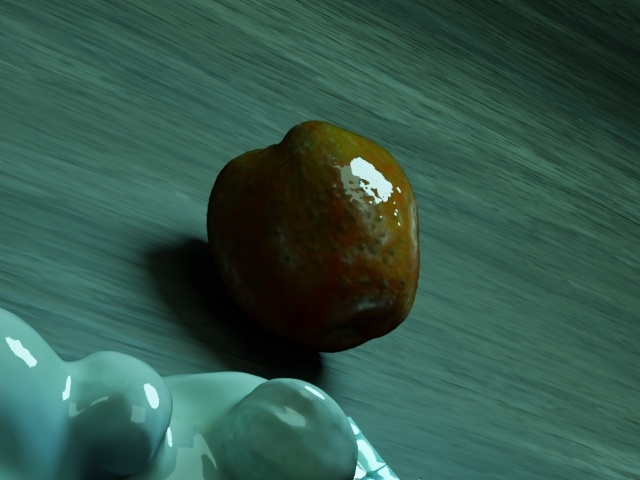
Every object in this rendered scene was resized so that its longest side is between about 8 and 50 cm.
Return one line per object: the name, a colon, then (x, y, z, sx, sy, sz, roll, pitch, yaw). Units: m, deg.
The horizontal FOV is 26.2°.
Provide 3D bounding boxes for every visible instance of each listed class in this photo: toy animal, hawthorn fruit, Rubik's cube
toy animal: (-0.178, 0.130, 0.592, 0.367, 0.241, 0.196, 16, 71, -38)
hawthorn fruit: (0.000, 0.000, 1.112, 0.189, 0.189, 0.189, 31, 25, -17)
Rubik's cube: (0.000, 0.167, 0.940, 0.075, 0.073, 0.084, -4, 51, -34)

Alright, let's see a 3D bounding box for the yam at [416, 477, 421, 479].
yam: (0.133, 0.267, 0.882, 0.280, 0.131, 0.131, 33, 25, -11)
